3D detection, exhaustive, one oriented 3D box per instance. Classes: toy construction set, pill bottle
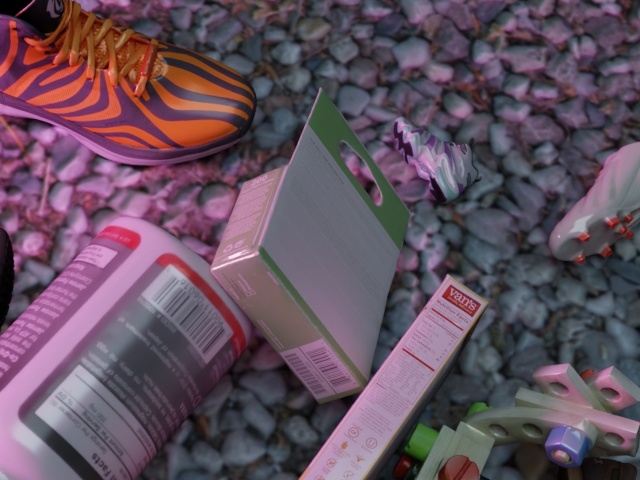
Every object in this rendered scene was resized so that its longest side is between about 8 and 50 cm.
[{"bbox_3d":[0.109,0.212,0.983,0.151,0.215,0.327,41,56,15],"label":"toy construction set"},{"bbox_3d":[-0.201,0.131,1.026,0.161,0.161,0.283,37,67,10],"label":"pill bottle"}]

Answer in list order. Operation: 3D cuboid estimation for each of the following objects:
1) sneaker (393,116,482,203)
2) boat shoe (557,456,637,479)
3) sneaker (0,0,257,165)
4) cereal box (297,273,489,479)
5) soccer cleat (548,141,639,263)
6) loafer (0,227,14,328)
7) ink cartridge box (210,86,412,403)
[{"bbox_3d":[0.121,-0.090,1.232,0.069,0.038,0.098,-31,82,-20],"label":"sneaker"},{"bbox_3d":[0.241,0.283,1.057,0.073,0.073,0.207,6,66,-2],"label":"boat shoe"},{"bbox_3d":[-0.215,-0.171,1.148,0.321,0.180,0.125,10,65,-2],"label":"sneaker"},{"bbox_3d":[0.044,0.157,1.037,0.047,0.173,0.240,34,66,10],"label":"cereal box"},{"bbox_3d":[0.288,-0.045,1.219,0.196,0.068,0.076,-31,58,-19],"label":"soccer cleat"},{"bbox_3d":[-0.327,0.082,1.077,0.078,0.080,0.220,17,65,0],"label":"loafer"},{"bbox_3d":[0.000,0.000,1.105,0.056,0.171,0.235,-20,32,29],"label":"ink cartridge box"}]
